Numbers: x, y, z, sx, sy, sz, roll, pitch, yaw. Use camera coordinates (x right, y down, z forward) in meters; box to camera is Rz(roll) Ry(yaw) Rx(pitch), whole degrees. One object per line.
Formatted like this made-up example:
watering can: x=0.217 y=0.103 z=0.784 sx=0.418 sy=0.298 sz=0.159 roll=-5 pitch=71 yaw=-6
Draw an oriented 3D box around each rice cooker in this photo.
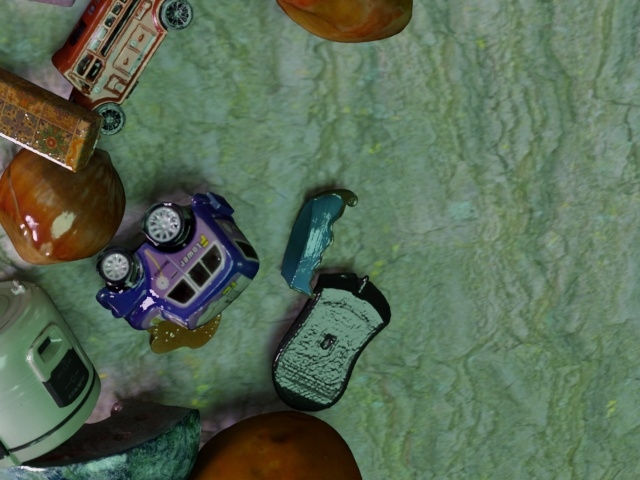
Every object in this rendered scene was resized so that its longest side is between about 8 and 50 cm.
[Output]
rice cooker: x=-0.442 y=0.196 z=1.426 sx=0.226 sy=0.226 sz=0.244 roll=-25 pitch=121 yaw=-10

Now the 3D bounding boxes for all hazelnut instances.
hazelnut: x=-0.355 y=-0.049 z=1.367 sx=0.182 sy=0.182 sz=0.182 roll=-10 pitch=119 yaw=-19

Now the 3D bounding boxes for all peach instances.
peach: x=0.039 y=-0.374 z=1.363 sx=0.214 sy=0.214 sz=0.235 roll=-44 pitch=131 yaw=2
peach: x=-0.072 y=0.466 z=1.656 sx=0.342 sy=0.302 sz=0.343 roll=-21 pitch=144 yaw=-16

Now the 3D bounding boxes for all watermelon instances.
watermelon: x=-0.340 y=0.346 z=1.547 sx=0.318 sy=0.226 sz=0.148 roll=-10 pitch=110 yaw=-15

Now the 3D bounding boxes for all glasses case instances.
glasses case: x=-0.395 y=-0.172 z=1.295 sx=0.218 sy=0.049 sz=0.075 roll=26 pitch=113 yaw=4

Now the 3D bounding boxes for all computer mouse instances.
computer mouse: x=0.011 y=0.161 z=1.691 sx=0.147 sy=0.088 sz=0.264 roll=30 pitch=105 yaw=-16

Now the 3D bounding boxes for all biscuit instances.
biscuit: x=-0.235 y=0.132 z=1.606 sx=0.140 sy=0.023 sz=0.118 roll=34 pitch=99 yaw=-34

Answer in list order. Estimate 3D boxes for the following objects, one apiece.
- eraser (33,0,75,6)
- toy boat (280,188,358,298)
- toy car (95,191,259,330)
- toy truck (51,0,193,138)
eraser: x=-0.451 y=-0.440 z=1.161 sx=0.359 sy=0.122 sz=0.272 roll=3 pitch=112 yaw=-26
toy boat: x=0.000 y=0.000 z=1.609 sx=0.077 sy=0.075 sz=0.186 roll=11 pitch=107 yaw=-25
toy car: x=-0.204 y=0.048 z=1.457 sx=0.235 sy=0.158 sz=0.172 roll=-42 pitch=168 yaw=5
toy truck: x=-0.276 y=-0.263 z=1.334 sx=0.114 sy=0.107 sz=0.253 roll=31 pitch=99 yaw=-32
